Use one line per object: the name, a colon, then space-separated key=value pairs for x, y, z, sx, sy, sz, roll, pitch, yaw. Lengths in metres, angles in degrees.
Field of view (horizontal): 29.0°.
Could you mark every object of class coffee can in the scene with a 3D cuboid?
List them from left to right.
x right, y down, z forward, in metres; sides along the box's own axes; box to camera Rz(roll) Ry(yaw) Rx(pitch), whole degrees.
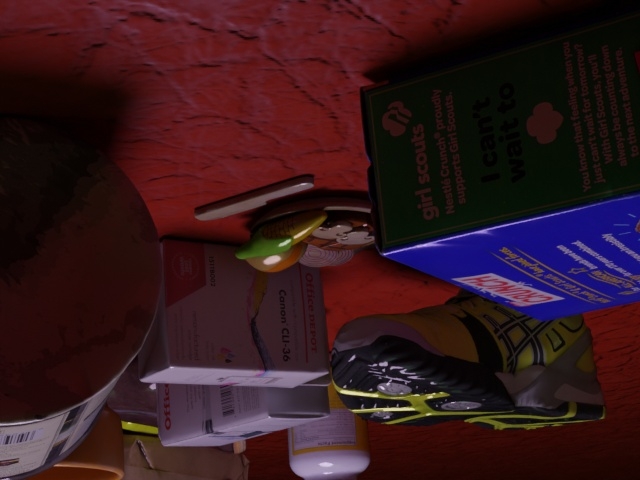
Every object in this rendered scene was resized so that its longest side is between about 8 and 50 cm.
coffee can: x=-0.232 y=0.056 z=0.883 sx=0.201 sy=0.202 sz=0.275 roll=1 pitch=162 yaw=-17

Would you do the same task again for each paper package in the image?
paper package: x=-0.328 y=0.380 z=1.878 sx=0.324 sy=0.168 sz=0.309 roll=-1 pitch=166 yaw=27

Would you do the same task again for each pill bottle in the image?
pill bottle: x=0.010 y=0.241 z=1.562 sx=0.103 sy=0.184 sz=0.103 roll=-3 pitch=163 yaw=-1

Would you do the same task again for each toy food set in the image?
toy food set: x=0.000 y=0.000 z=1.030 sx=0.132 sy=0.039 sz=0.192 roll=-16 pitch=159 yaw=34

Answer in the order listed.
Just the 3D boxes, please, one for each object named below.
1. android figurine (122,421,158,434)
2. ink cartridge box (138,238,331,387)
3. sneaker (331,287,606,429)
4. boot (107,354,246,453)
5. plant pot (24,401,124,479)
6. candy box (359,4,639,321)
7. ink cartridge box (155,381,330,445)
android figurine: x=-0.159 y=0.221 z=1.682 sx=0.248 sy=0.056 sz=0.273 roll=-10 pitch=164 yaw=17
ink cartridge box: x=-0.062 y=0.069 z=1.110 sx=0.198 sy=0.115 sz=0.067 roll=6 pitch=160 yaw=-33
sneaker: x=0.142 y=0.103 z=1.216 sx=0.145 sy=0.147 sz=0.384 roll=-15 pitch=161 yaw=36
boot: x=-0.198 y=0.193 z=1.494 sx=0.206 sy=0.090 sz=0.248 roll=-4 pitch=147 yaw=4
plant pot: x=-0.282 y=0.124 z=1.111 sx=0.205 sy=0.188 sz=0.205 roll=-4 pitch=162 yaw=-1
candy box: x=0.228 y=-0.049 z=0.792 sx=0.317 sy=0.122 sz=0.268 roll=-15 pitch=161 yaw=28
ink cartridge box: x=-0.084 y=0.125 z=1.243 sx=0.082 sy=0.140 sz=0.190 roll=7 pitch=160 yaw=-37
